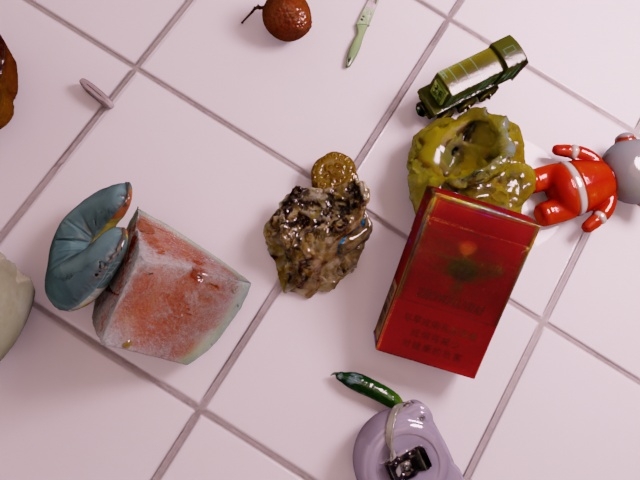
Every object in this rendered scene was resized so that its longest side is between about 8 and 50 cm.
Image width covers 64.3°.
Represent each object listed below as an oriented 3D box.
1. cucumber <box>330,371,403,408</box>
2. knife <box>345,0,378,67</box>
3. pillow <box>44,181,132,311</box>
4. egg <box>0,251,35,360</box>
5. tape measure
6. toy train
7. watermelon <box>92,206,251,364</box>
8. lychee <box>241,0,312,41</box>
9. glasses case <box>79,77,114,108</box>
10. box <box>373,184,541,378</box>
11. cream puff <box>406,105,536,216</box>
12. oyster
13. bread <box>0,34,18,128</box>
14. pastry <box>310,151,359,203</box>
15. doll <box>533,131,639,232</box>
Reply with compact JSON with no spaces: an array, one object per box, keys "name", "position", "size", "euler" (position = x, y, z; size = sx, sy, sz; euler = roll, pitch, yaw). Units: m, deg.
[{"name":"cucumber","position":[0.093,0.280,0.971],"size":[0.155,0.037,0.037],"euler":[25,77,-1]},{"name":"knife","position":[0.090,-0.472,1.136],"size":[0.030,0.014,0.207],"euler":[22,76,-1]},{"name":"pillow","position":[-0.406,0.012,0.897],"size":[0.214,0.086,0.233],"euler":[-38,41,21]},{"name":"egg","position":[-0.644,0.124,0.805],"size":[0.278,0.278,0.336],"euler":[41,72,3]},{"name":"tape measure","position":[0.151,0.400,0.912],"size":[0.178,0.105,0.196],"euler":[-32,91,-7]},{"name":"toy train","position":[0.307,-0.330,1.066],"size":[0.225,0.137,0.090],"euler":[-29,82,-11]},{"name":"watermelon","position":[-0.272,0.088,0.891],"size":[0.261,0.201,0.213],"euler":[28,86,-4]},{"name":"lychee","position":[-0.081,-0.478,1.074],"size":[0.114,0.101,0.140],"euler":[-42,82,-17]},{"name":"glasses case","position":[-0.455,-0.298,1.035],"size":[0.083,0.032,0.021],"euler":[40,76,2]},{"name":"box","position":[0.240,0.078,0.935],"size":[0.197,0.089,0.314],"euler":[17,107,-1]},{"name":"cream puff","position":[0.300,-0.141,1.004],"size":[0.281,0.185,0.282],"euler":[1,81,-7]},{"name":"oyster","position":[0.000,0.000,0.984],"size":[0.214,0.083,0.223],"euler":[-10,98,0]},{"name":"bread","position":[-0.695,-0.316,0.961],"size":[0.232,0.135,0.247],"euler":[-5,79,-6]},{"name":"pastry","position":[0.029,-0.124,1.039],"size":[0.097,0.057,0.109],"euler":[-5,77,-1]},{"name":"doll","position":[0.605,-0.132,1.080],"size":[0.336,0.105,0.200],"euler":[-17,78,-1]}]
